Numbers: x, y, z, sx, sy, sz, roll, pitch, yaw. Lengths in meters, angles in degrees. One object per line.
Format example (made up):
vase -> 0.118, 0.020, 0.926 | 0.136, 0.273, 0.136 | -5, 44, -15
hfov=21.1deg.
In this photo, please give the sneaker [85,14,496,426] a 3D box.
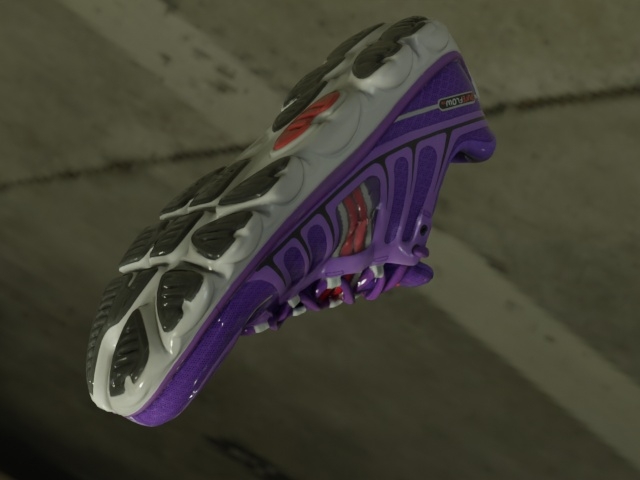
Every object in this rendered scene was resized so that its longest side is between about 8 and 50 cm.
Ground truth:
sneaker -> 0.000, 0.000, 0.529 | 0.071, 0.170, 0.068 | 54, 152, -17
